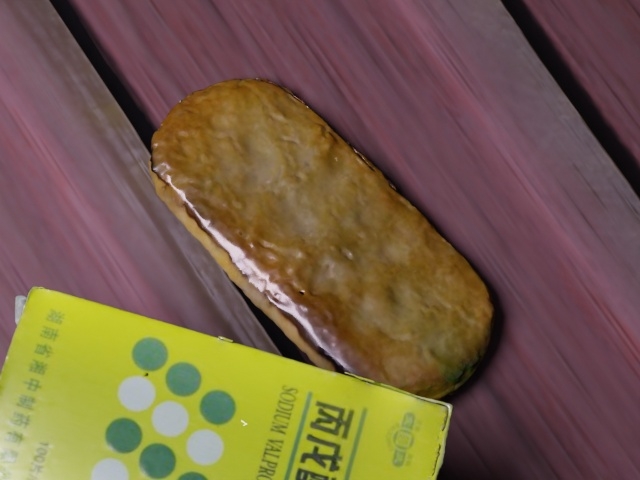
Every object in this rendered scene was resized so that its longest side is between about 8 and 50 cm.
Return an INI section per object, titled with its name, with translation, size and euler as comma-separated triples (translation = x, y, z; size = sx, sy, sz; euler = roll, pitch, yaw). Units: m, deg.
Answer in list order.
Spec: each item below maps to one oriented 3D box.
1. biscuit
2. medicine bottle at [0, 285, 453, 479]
[biscuit]
translation = 0.000, 0.000, 1.156
size = 0.118, 0.029, 0.247
euler = -39, 78, -26
[medicine bottle]
translation = -0.065, 0.140, 1.037
size = 0.250, 0.141, 0.137
euler = 16, 65, -1
